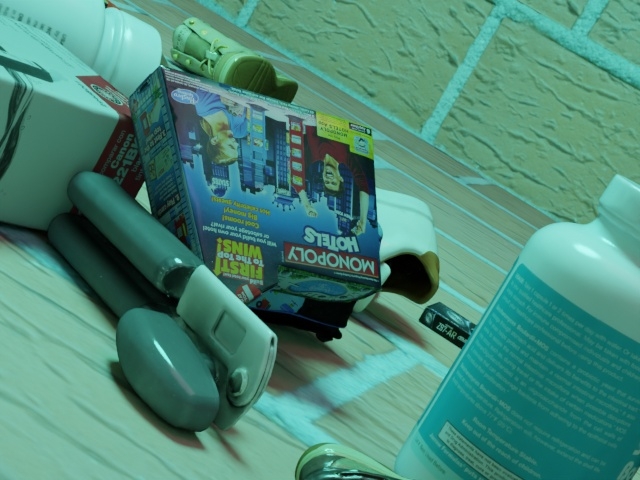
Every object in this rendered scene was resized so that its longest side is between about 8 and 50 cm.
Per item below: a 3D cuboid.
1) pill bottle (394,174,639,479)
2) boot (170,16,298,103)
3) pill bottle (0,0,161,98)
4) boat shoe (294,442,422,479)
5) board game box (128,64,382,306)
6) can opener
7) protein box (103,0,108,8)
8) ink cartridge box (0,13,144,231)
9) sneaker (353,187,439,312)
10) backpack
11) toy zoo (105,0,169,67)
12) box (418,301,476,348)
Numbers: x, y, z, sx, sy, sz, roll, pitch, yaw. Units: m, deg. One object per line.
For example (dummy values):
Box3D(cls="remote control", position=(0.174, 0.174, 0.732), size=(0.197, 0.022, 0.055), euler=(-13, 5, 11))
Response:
Box3D(cls="pill bottle", position=(0.173, 0.090, 0.950), size=(0.146, 0.264, 0.146), euler=(29, 11, -6))
Box3D(cls="boot", position=(-0.163, -0.287, 2.222), size=(0.203, 0.095, 0.262), euler=(34, 10, 17))
Box3D(cls="pill bottle", position=(-0.300, -0.194, 1.272), size=(0.283, 0.160, 0.160), euler=(24, 12, -30))
Box3D(cls="boat shoe", position=(0.055, 0.173, 0.845), size=(0.152, 0.056, 0.049), euler=(19, 17, -6))
Box3D(cls="board game box", position=(-0.050, -0.014, 1.051), size=(0.194, 0.060, 0.194), euler=(14, 61, -29))
Box3D(cls="can opener", position=(-0.120, 0.031, 0.952), size=(0.093, 0.074, 0.280), euler=(20, 15, -40))
Box3D(cls="protein box", position=(-0.369, -0.259, 1.446), size=(0.199, 0.136, 0.201), euler=(22, 13, -41))
Box3D(cls="ink cartridge box", position=(-0.283, -0.110, 1.053), size=(0.197, 0.114, 0.272), euler=(38, 14, 33))
Box3D(cls="sneaker", position=(0.000, 0.000, 1.344), size=(0.290, 0.106, 0.123), euler=(9, 50, -28))
Box3D(cls="backpack", position=(-0.055, -0.002, 1.170), size=(0.173, 0.117, 0.158), euler=(13, 19, -48))
Box3D(cls="toy zoo", position=(-0.221, -0.194, 1.545), size=(0.293, 0.030, 0.192), euler=(42, -19, 46))
Box3D(cls="box", position=(0.153, 0.099, 1.511), size=(0.083, 0.018, 0.067), euler=(33, 12, 15))
